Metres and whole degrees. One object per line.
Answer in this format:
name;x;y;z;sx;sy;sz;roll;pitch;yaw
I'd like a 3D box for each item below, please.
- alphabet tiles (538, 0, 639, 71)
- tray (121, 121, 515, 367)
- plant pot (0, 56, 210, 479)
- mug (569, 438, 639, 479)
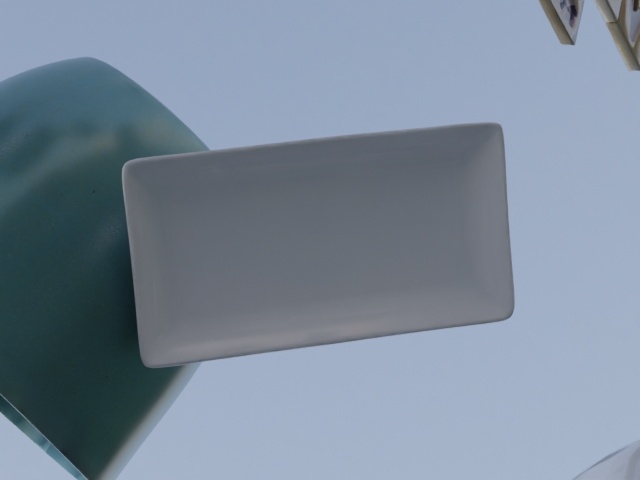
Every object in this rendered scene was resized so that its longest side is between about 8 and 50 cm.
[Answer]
alphabet tiles;0.112;-0.186;0.837;0.009;0.198;0.237;1;-29;28
tray;0.000;0.000;1.371;0.270;0.030;0.145;-7;-81;-13
plant pot;-0.191;0.006;1.469;0.235;0.293;0.293;-48;-40;-12
mug;0.119;0.217;0.549;0.374;0.276;0.328;-23;-44;-61
